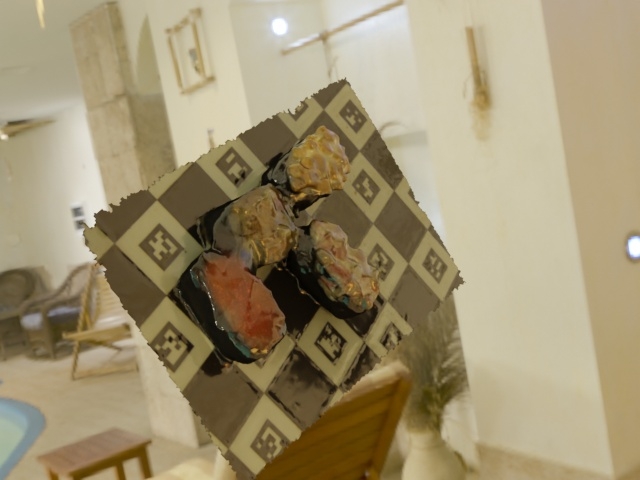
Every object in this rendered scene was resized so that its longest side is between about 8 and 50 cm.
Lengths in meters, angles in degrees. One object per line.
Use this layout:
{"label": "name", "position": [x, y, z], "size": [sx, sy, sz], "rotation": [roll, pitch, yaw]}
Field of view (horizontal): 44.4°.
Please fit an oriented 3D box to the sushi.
{"label": "sushi", "position": [0.000, 0.000, 0.517], "size": [0.043, 0.192, 0.280], "rotation": [-28, 4, 46]}
